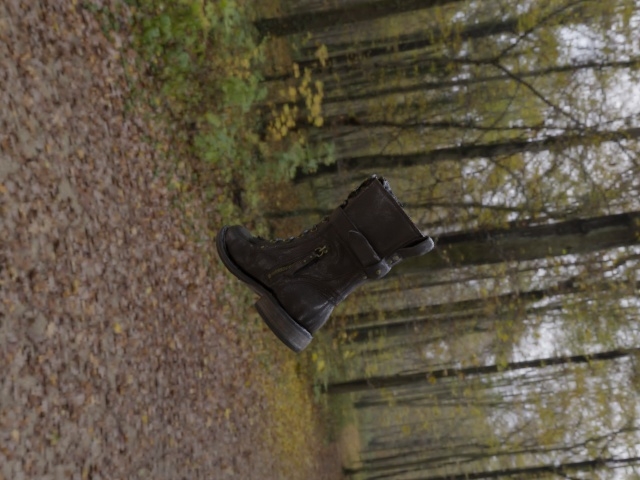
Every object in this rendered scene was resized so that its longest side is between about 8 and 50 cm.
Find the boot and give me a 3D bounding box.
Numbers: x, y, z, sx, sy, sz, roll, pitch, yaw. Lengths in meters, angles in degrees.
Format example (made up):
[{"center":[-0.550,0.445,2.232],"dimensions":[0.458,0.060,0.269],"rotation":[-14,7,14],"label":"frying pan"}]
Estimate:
[{"center":[0.000,0.000,0.835],"dimensions":[0.263,0.229,0.091],"rotation":[48,2,42],"label":"boot"}]
